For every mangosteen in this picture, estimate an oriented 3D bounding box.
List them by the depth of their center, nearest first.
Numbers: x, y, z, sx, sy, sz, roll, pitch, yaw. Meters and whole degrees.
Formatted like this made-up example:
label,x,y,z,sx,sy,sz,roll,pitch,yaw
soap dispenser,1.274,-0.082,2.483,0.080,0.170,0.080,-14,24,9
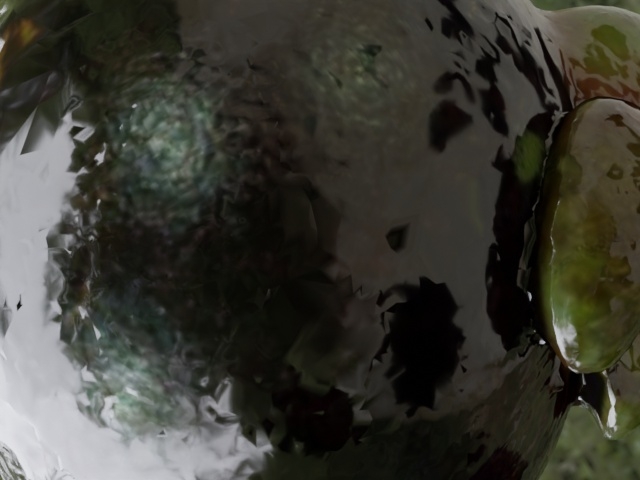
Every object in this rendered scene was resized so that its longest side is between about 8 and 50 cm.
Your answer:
label,x,y,z,sx,sy,sz,roll,pitch,yaw
mangosteen,0.000,0.000,0.672,0.288,0.288,0.288,56,-170,-16
